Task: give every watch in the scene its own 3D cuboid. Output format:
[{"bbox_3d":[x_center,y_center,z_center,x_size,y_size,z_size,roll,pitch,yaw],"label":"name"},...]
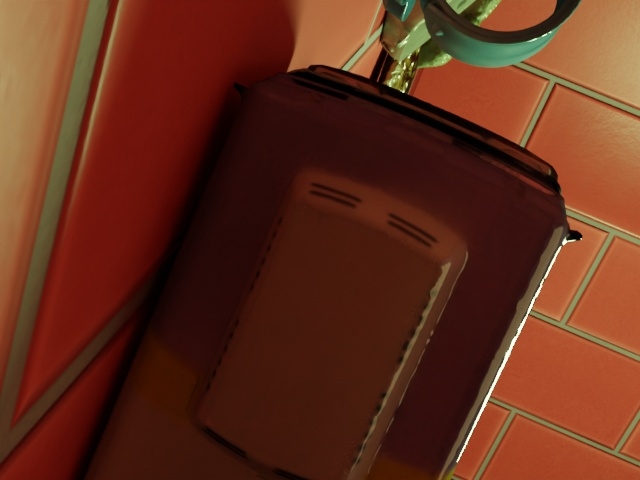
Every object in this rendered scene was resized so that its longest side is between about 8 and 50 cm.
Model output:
[{"bbox_3d":[0.168,-0.280,0.942,0.211,0.193,0.211,25,90,-88],"label":"watch"}]

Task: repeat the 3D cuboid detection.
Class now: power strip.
[{"bbox_3d":[0.181,-0.336,1.236,0.270,0.046,0.118,-41,174,-9],"label":"power strip"}]

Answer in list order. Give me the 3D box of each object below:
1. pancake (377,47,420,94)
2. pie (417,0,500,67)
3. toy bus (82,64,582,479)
[{"bbox_3d":[0.076,-0.191,1.385,0.244,0.057,0.266,-55,166,-41],"label":"pancake"},{"bbox_3d":[0.210,-0.354,1.500,0.240,0.054,0.240,-41,-163,15],"label":"pie"},{"bbox_3d":[-0.017,0.111,0.614,0.249,0.209,0.440,-30,145,-81],"label":"toy bus"}]
